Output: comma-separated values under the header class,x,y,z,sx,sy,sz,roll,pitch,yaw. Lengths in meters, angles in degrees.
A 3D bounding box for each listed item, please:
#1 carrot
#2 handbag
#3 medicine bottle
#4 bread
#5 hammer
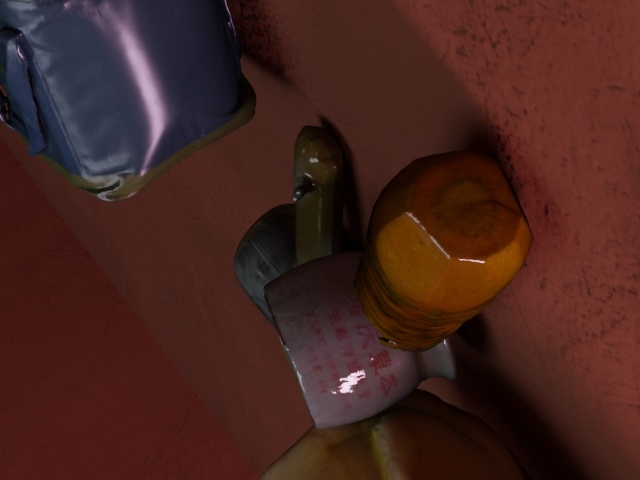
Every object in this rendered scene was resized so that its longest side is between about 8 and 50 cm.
class,x,y,z,sx,sy,sz,roll,pitch,yaw
carrot,0.083,0.014,1.244,0.114,0.114,0.302,53,168,8
handbag,-0.201,-0.200,1.478,0.263,0.222,0.241,42,157,51
medicine bottle,0.037,0.079,1.457,0.147,0.143,0.147,159,90,-88
bread,0.083,0.293,1.507,0.211,0.270,0.315,17,-137,-36
hammer,0.000,0.000,1.569,0.202,0.113,0.305,45,156,25
